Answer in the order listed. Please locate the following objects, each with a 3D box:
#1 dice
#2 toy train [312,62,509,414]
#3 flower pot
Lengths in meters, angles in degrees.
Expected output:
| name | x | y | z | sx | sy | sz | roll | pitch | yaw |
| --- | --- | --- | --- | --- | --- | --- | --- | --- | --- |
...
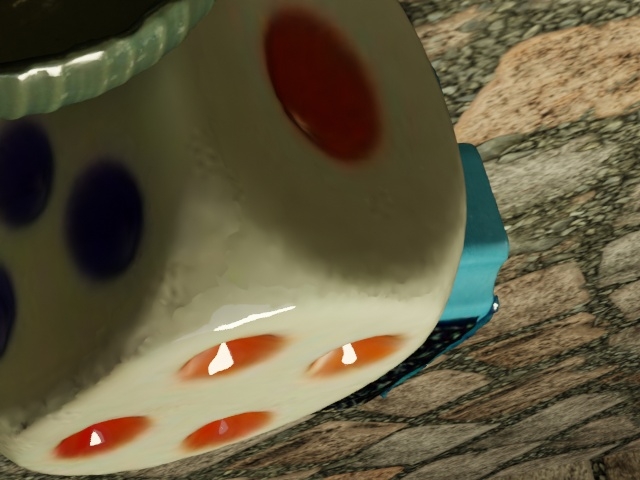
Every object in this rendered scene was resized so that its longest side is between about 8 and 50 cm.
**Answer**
| name | x | y | z | sx | sy | sz | roll | pitch | yaw |
| --- | --- | --- | --- | --- | --- | --- | --- | --- | --- |
| dice | -0.098 | -0.034 | 1.204 | 0.304 | 0.304 | 0.277 | -33 | 157 | 36 |
| toy train | 0.000 | 0.000 | 1.458 | 0.188 | 0.265 | 0.300 | -7 | 160 | -30 |
| flower pot | -0.157 | -0.165 | 0.957 | 0.243 | 0.189 | 0.157 | -25 | -160 | -15 |
